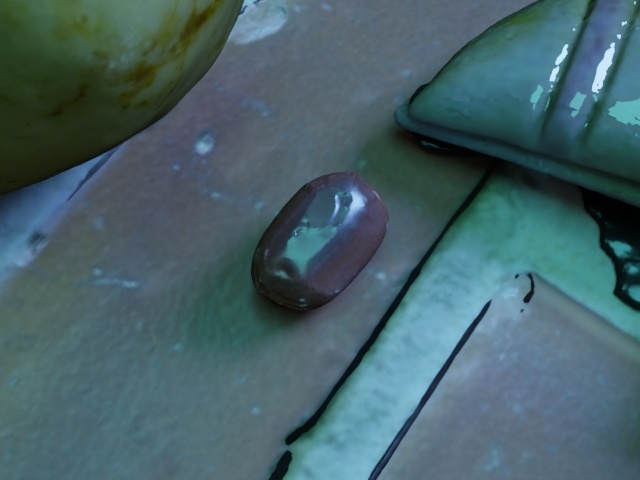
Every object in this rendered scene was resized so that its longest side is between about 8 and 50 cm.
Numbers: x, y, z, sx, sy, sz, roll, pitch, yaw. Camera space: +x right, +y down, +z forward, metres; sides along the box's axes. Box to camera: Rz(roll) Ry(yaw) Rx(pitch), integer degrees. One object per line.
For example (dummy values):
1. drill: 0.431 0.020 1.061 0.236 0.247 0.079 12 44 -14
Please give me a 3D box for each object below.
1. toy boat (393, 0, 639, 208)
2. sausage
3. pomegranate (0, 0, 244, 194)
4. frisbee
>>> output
1. toy boat: 0.244 -0.086 0.532 0.276 0.111 0.293 -42 71 -18
2. sausage: 0.000 0.000 0.523 0.059 0.054 0.094 37 70 13
3. pomegranate: -0.203 -0.187 0.444 0.343 0.342 0.342 1 66 -2
4. frisbee: 0.176 -0.075 0.587 0.211 0.012 0.187 35 69 12
